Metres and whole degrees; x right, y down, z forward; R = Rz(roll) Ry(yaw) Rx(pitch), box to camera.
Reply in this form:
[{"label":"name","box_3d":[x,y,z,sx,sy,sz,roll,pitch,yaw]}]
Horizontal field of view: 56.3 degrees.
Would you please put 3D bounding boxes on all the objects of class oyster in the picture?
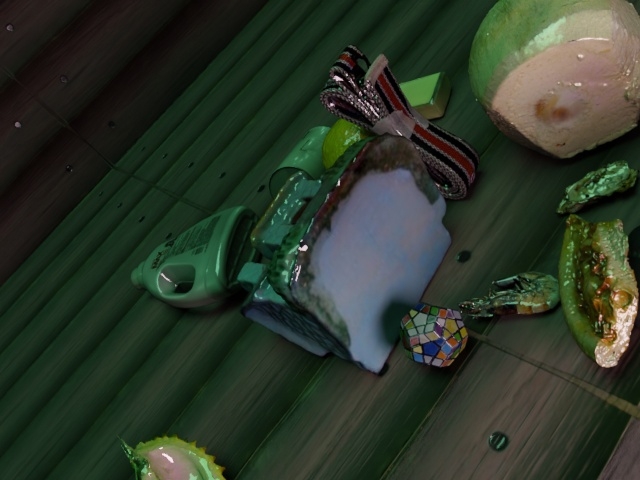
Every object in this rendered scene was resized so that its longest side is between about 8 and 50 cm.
[{"label":"oyster","box_3d":[0.454,-0.086,0.985,0.132,0.029,0.086,-15,37,37]}]

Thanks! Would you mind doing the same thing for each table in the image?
[{"label":"table","box_3d":[-0.023,-0.168,1.398,0.126,0.126,0.220,-17,25,32]}]

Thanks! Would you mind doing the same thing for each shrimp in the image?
[{"label":"shrimp","box_3d":[0.301,0.089,0.950,0.161,0.034,0.091,-13,32,26]}]

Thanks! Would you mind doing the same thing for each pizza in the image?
[{"label":"pizza","box_3d":[0.383,0.054,0.837,0.056,0.134,0.271,15,58,-1]}]

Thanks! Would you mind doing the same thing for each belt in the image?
[{"label":"belt","box_3d":[0.158,-0.217,1.143,0.126,0.359,0.094,-31,24,52]}]

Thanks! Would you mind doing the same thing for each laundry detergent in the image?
[{"label":"laundry detergent","box_3d":[-0.339,0.069,1.505,0.398,0.125,0.264,-17,43,33]}]

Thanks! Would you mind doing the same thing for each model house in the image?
[{"label":"model house","box_3d":[0.000,0.000,1.112,0.339,0.297,0.360,5,57,51]}]

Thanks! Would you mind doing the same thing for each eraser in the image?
[{"label":"eraser","box_3d":[0.223,-0.334,1.445,0.172,0.058,0.117,-7,48,39]}]

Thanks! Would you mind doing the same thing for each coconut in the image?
[{"label":"coconut","box_3d":[0.411,-0.314,1.050,0.297,0.297,0.254,-19,41,29]}]

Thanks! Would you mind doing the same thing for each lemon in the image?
[{"label":"lemon","box_3d":[0.103,-0.182,1.283,0.192,0.192,0.231,-47,34,-7]}]

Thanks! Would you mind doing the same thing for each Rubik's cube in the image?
[{"label":"Rubik's cube","box_3d":[0.178,0.148,0.945,0.111,0.093,0.111,-27,37,23]}]

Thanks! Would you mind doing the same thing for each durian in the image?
[{"label":"durian","box_3d":[-0.231,0.457,0.944,0.158,0.169,0.352,-34,35,12]}]

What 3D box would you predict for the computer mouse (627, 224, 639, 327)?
[{"label":"computer mouse","box_3d":[0.464,0.036,0.816,0.106,0.062,0.192,-12,43,36]}]
